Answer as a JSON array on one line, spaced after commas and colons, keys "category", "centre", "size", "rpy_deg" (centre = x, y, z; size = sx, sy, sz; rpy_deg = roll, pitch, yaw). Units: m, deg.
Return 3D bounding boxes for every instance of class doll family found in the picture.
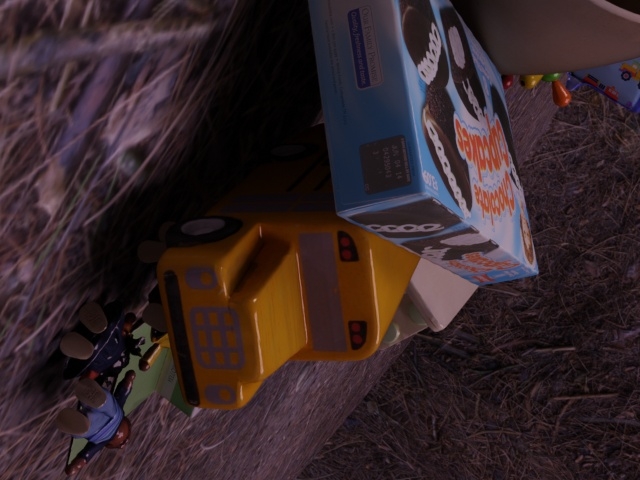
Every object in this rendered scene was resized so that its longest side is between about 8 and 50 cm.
[{"category": "doll family", "centre": [-0.133, 0.078, 0.698], "size": [0.193, 0.076, 0.111], "rpy_deg": [-47, 171, -15]}]

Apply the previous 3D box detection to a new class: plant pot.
[{"category": "plant pot", "centre": [0.202, -0.241, 0.788], "size": [0.256, 0.256, 0.274], "rpy_deg": [-51, -176, -16]}]

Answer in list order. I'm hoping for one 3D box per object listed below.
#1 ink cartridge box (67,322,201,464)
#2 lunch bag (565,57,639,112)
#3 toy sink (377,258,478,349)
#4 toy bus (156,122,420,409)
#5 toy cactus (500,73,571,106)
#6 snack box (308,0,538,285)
[{"category": "ink cartridge box", "centre": [-0.118, 0.102, 0.861], "size": [0.235, 0.056, 0.171], "rpy_deg": [-47, 167, -44]}, {"category": "lunch bag", "centre": [0.480, -0.361, 1.535], "size": [0.293, 0.221, 0.138], "rpy_deg": [-61, 167, 26]}, {"category": "toy sink", "centre": [0.102, 0.037, 1.235], "size": [0.131, 0.153, 0.234], "rpy_deg": [-32, -177, 30]}, {"category": "toy bus", "centre": [0.000, 0.000, 0.716], "size": [0.333, 0.130, 0.108], "rpy_deg": [-53, 140, -63]}, {"category": "toy cactus", "centre": [0.288, -0.252, 1.150], "size": [0.219, 0.112, 0.180], "rpy_deg": [-40, -164, 15]}, {"category": "snack box", "centre": [0.084, -0.081, 0.692], "size": [0.060, 0.187, 0.322], "rpy_deg": [-13, 166, 21]}]
